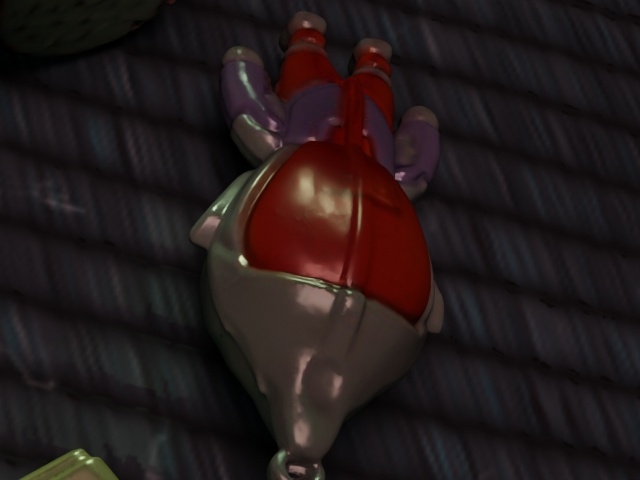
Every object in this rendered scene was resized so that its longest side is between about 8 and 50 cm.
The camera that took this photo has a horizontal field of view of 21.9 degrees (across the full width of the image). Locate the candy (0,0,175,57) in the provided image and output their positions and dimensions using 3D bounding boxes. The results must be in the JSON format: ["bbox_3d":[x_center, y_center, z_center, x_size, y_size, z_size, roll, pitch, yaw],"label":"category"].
[{"bbox_3d":[-0.095,-0.113,0.643,0.103,0.103,0.043,-19,69,-23],"label":"candy"}]

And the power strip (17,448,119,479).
[{"bbox_3d":[-0.116,0.129,0.541,0.169,0.028,0.076,-27,70,-26],"label":"power strip"}]

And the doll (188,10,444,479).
[{"bbox_3d":[0.000,0.000,0.616,0.102,0.075,0.227,16,48,-15],"label":"doll"}]
